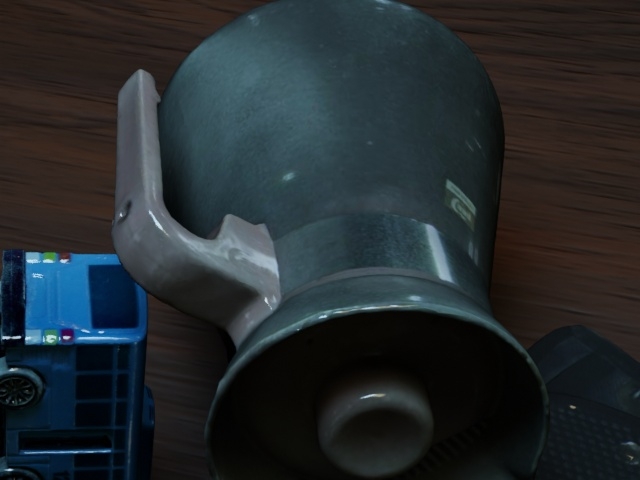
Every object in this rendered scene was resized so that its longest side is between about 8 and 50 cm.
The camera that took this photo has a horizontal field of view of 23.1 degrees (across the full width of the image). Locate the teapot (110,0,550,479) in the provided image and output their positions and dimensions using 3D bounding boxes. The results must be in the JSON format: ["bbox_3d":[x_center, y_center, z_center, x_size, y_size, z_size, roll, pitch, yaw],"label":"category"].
[{"bbox_3d":[0.000,0.000,1.000,0.300,0.253,0.344,30,27,-25],"label":"teapot"}]

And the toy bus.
[{"bbox_3d":[-0.157,0.102,0.981,0.106,0.185,0.090,-1,40,-12],"label":"toy bus"}]

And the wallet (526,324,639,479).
[{"bbox_3d":[0.138,0.184,0.982,0.323,0.041,0.247,-31,46,-27],"label":"wallet"}]
